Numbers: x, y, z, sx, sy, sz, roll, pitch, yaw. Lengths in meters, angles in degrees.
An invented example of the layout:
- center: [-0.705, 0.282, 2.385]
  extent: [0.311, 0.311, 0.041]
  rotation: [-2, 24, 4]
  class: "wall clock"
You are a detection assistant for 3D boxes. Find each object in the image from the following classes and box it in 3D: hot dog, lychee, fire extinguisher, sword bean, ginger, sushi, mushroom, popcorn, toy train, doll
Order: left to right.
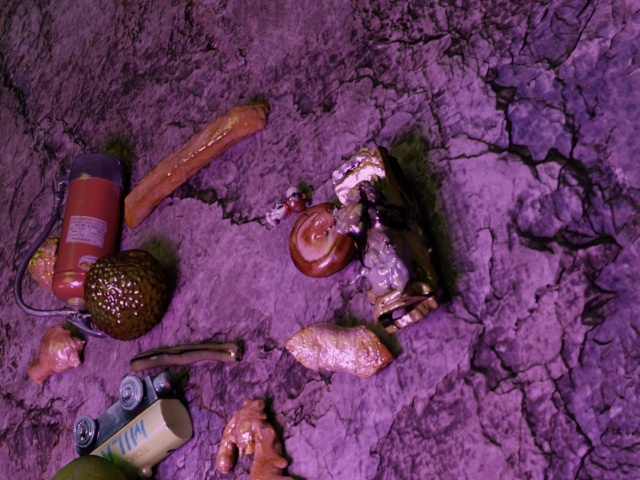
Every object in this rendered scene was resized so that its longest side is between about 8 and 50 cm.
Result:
- center: [-0.533, 0.222, 2.074]
  extent: [0.165, 0.067, 0.096]
  rotation: [-25, 76, 35]
  class: "ginger"
- center: [-0.552, 0.051, 2.158]
  extent: [0.089, 0.097, 0.109]
  rotation: [23, 102, 51]
  class: "popcorn"
- center: [-0.488, 0.020, 2.082]
  extent: [0.200, 0.113, 0.376]
  rotation: [-11, 63, 26]
  class: "fire extinguisher"
- center: [-0.351, 0.102, 1.897]
  extent: [0.171, 0.171, 0.171]
  rotation: [-21, 57, 37]
  class: "lychee"
- center: [-0.323, 0.336, 1.798]
  extent: [0.253, 0.105, 0.157]
  rotation: [-38, 62, 25]
  class: "toy train"
- center: [-0.232, 0.200, 1.809]
  extent: [0.269, 0.038, 0.043]
  rotation: [-10, 58, 40]
  class: "sword bean"
- center: [-0.101, 0.326, 1.604]
  extent: [0.193, 0.052, 0.176]
  rotation: [-13, 68, 42]
  class: "ginger"
- center: [-0.057, -0.056, 1.757]
  extent: [0.085, 0.040, 0.058]
  rotation: [-46, 32, 13]
  class: "doll"
- center: [0.000, 0.000, 1.636]
  extent: [0.127, 0.087, 0.127]
  rotation: [-23, 53, 33]
  class: "mushroom"
- center: [0.034, 0.159, 1.543]
  extent: [0.169, 0.061, 0.078]
  rotation: [8, 84, 20]
  class: "hot dog"
- center: [0.082, 0.003, 1.527]
  extent: [0.139, 0.131, 0.291]
  rotation: [-34, 58, 27]
  class: "sushi"

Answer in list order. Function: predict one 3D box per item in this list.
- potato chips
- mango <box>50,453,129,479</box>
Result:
- center: [-0.261, -0.135, 1.974]
  extent: [0.407, 0.080, 0.057]
  rotation: [-35, 60, 29]
  class: "potato chips"
- center: [-0.352, 0.513, 1.636]
  extent: [0.201, 0.225, 0.382]
  rotation: [-47, 38, 42]
  class: "mango"
